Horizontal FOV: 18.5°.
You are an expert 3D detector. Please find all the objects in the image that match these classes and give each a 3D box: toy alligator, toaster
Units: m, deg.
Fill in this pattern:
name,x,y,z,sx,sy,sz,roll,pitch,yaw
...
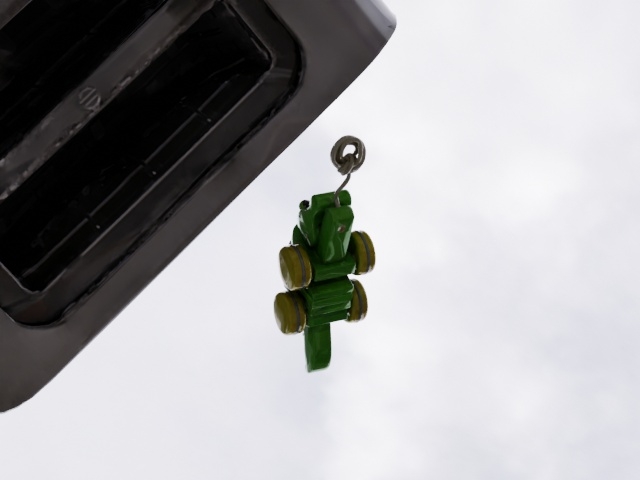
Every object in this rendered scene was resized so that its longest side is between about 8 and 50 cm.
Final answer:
name,x,y,z,sx,sy,sz,roll,pitch,yaw
toy alligator,0.000,0.000,1.232,0.056,0.189,0.051,-12,-139,-23
toaster,-0.099,-0.065,0.476,0.186,0.168,0.110,-45,-158,-12
